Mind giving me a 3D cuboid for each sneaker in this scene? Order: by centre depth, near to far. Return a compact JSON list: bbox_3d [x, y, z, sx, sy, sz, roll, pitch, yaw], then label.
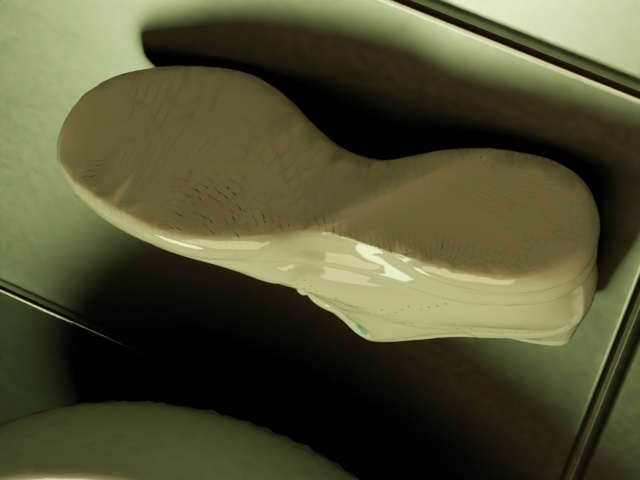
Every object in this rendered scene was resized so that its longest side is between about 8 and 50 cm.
[{"bbox_3d":[0.000,0.000,0.708,0.212,0.080,0.094,16,152,17],"label":"sneaker"}]

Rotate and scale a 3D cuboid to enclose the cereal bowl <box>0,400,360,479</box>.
[{"bbox_3d":[-0.069,0.214,0.896,0.339,0.141,0.339,6,120,11],"label":"cereal bowl"}]
